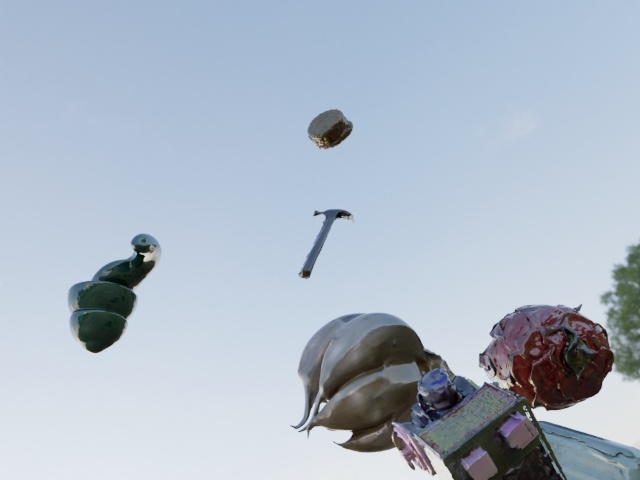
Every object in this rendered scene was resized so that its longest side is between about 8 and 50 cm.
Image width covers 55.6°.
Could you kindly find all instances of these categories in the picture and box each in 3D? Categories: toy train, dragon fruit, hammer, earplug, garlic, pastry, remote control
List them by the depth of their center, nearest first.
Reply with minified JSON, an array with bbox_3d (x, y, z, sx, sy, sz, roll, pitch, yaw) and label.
[{"bbox_3d":[0.196,0.284,0.732,0.134,0.177,0.261,-32,-77,-12],"label":"toy train"},{"bbox_3d":[0.386,0.338,0.907,0.052,0.247,0.104,17,-100,-29],"label":"remote control"},{"bbox_3d":[0.082,0.238,1.049,0.292,0.237,0.210,0,-16,-22],"label":"garlic"},{"bbox_3d":[0.482,0.249,1.330,0.244,0.244,0.299,8,-15,-42],"label":"dragon fruit"},{"bbox_3d":[0.022,-0.259,1.410,0.057,0.109,0.097,52,-134,-32],"label":"pastry"},{"bbox_3d":[-0.482,0.131,1.440,0.257,0.280,0.164,-9,-29,28],"label":"earplug"},{"bbox_3d":[0.000,0.001,1.503,0.125,0.297,0.027,-1,-58,20],"label":"hammer"}]
